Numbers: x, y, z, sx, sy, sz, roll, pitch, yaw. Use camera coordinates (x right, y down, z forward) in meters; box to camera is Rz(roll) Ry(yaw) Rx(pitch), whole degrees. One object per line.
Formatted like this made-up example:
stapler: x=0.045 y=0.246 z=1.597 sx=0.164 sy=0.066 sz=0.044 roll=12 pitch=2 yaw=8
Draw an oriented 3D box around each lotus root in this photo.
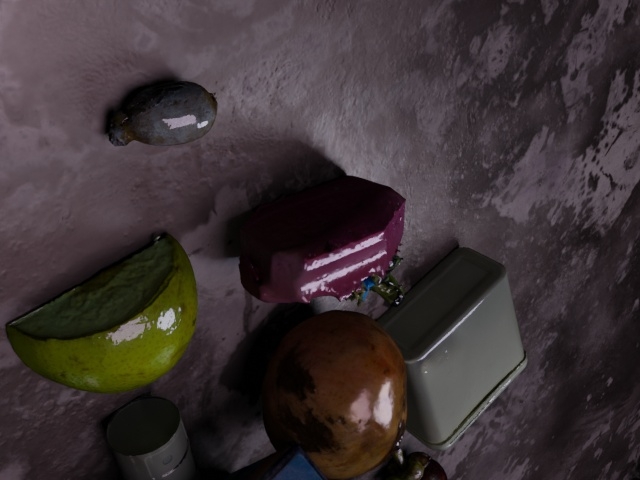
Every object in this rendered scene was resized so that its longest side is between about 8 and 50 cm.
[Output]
lotus root: x=-0.217 y=-0.175 z=1.051 sx=0.165 sy=0.088 sz=0.088 roll=-19 pitch=127 yaw=-24

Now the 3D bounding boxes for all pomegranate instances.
pomegranate: x=0.031 y=0.291 z=1.433 sx=0.322 sy=0.322 sz=0.322 roll=-24 pitch=129 yaw=-33

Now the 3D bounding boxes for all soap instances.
soap: x=0.000 y=0.000 z=1.275 sx=0.325 sy=0.220 sz=0.127 roll=-25 pitch=121 yaw=-32

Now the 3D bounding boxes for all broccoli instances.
broccoli: x=0.100 y=0.067 z=1.446 sx=0.167 sy=0.160 sz=0.154 roll=-48 pitch=180 yaw=16

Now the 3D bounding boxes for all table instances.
table: x=-0.280 y=0.389 z=1.302 sx=0.126 sy=0.126 sz=0.220 roll=-31 pitch=132 yaw=-28

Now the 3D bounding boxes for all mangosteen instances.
mangosteen: x=0.241 y=0.638 z=1.963 sx=0.184 sy=0.172 sz=0.172 roll=18 pitch=102 yaw=-22

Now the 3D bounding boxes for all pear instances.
pear: x=-0.291 y=0.164 z=1.157 sx=0.288 sy=0.139 sz=0.239 roll=-32 pitch=142 yaw=-25

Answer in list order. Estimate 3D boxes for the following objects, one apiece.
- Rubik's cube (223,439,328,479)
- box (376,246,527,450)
Rubik's cube: x=-0.109 y=0.622 z=1.323 sx=0.363 sy=0.359 sz=0.362 roll=-37 pitch=179 yaw=-32
box: x=0.303 y=0.251 z=1.764 sx=0.352 sy=0.177 sz=0.344 roll=-40 pitch=133 yaw=-19
